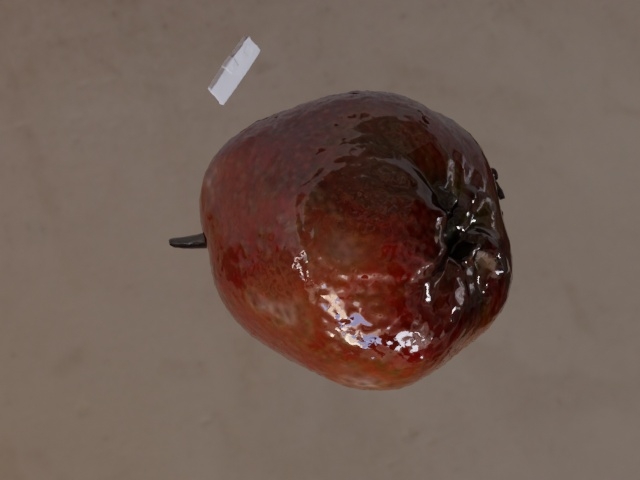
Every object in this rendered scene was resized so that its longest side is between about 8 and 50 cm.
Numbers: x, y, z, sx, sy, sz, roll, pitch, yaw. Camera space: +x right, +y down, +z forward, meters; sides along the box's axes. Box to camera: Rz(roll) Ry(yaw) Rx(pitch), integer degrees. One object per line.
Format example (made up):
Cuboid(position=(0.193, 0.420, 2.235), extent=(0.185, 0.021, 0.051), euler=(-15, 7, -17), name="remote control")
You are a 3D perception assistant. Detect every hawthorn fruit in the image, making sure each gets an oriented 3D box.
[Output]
Cuboid(position=(0.000, 0.000, 1.511), extent=(0.369, 0.285, 0.285), euler=(2, 167, 29), name="hawthorn fruit")

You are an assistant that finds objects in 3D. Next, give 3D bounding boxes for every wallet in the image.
Cuboid(position=(-0.104, -0.206, 1.880), extent=(0.083, 0.011, 0.044), euler=(-56, 152, -8), name="wallet")
